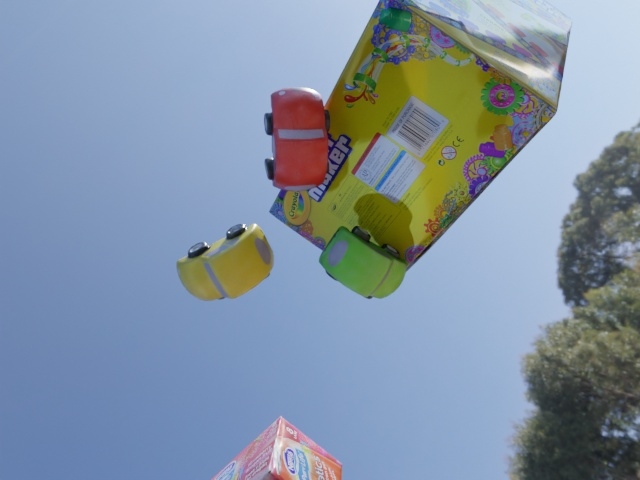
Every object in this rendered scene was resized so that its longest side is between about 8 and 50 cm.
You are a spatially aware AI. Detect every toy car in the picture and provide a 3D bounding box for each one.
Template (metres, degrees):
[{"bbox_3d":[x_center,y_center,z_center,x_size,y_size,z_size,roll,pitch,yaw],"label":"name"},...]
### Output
[{"bbox_3d":[0.000,0.000,0.510,0.225,0.053,0.239,29,-77,-20],"label":"toy car"}]

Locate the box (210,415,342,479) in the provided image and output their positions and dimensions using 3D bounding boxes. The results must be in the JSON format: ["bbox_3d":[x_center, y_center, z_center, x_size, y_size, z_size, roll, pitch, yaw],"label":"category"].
[{"bbox_3d":[-0.099,0.393,0.715,0.128,0.123,0.257,41,-75,-9],"label":"box"}]

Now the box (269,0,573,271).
[{"bbox_3d":[0.119,-0.147,0.603,0.177,0.290,0.279,35,-136,1],"label":"box"}]
